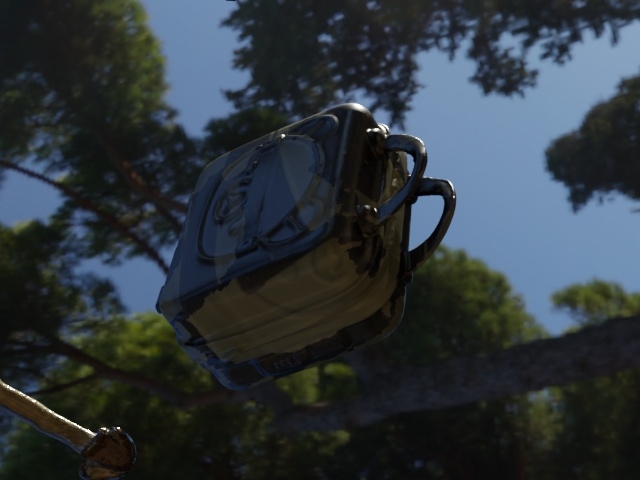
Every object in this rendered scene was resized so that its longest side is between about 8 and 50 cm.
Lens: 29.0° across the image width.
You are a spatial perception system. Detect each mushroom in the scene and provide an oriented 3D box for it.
[{"bbox_3d":[-0.274,0.191,1.258,0.187,0.060,0.061,28,-117,-2],"label":"mushroom"}]

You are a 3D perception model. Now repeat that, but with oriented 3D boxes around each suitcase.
[{"bbox_3d":[0.000,0.000,1.469,0.194,0.339,0.352,55,-155,-30],"label":"suitcase"}]
